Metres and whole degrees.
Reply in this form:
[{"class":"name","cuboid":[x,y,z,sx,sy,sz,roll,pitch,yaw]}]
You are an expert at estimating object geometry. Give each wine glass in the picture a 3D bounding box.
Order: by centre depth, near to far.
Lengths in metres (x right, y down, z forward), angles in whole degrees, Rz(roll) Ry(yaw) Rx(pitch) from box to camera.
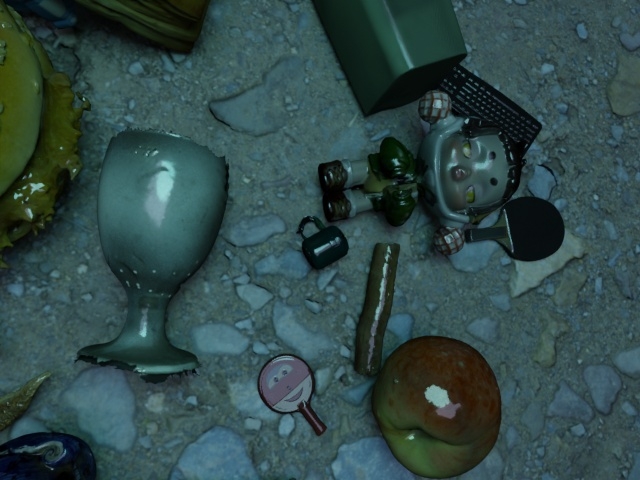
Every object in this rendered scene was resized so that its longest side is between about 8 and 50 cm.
[{"class":"wine glass","cuboid":[-0.243,0.013,0.639,0.190,0.190,0.357,7,82,-10]}]

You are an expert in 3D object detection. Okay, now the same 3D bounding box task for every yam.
[{"class":"yam","cuboid":[0.101,0.119,0.765,0.056,0.057,0.241,13,80,-9]}]

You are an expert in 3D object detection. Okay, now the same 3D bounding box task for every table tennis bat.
[{"class":"table tennis bat","cuboid":[-0.043,0.269,0.739,0.098,0.019,0.155,-37,89,-12]},{"class":"table tennis bat","cuboid":[0.389,-0.021,0.849,0.220,0.019,0.131,-6,84,-13]}]

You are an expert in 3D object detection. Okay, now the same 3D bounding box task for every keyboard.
[{"class":"keyboard","cuboid":[0.352,-0.241,0.852,0.381,0.041,0.103,38,79,-5]}]

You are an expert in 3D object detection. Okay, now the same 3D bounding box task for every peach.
[{"class":"peach","cuboid":[0.193,0.257,0.706,0.232,0.232,0.233,1,84,-11]}]

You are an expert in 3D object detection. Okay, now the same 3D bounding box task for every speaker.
[{"class":"speaker","cuboid":[-0.001,0.001,0.760,0.075,0.060,0.094,-28,55,-12]}]

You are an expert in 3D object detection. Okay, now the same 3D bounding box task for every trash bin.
[{"class":"trash bin","cuboid":[0.091,-0.418,0.735,0.158,0.223,0.344,-20,91,-12]}]

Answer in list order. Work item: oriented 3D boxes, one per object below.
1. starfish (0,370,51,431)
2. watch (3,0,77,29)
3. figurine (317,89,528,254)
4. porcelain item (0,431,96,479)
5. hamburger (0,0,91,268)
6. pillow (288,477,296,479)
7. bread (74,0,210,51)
[{"class":"starfish","cuboid":[-0.549,0.291,0.616,0.298,0.060,0.303,0,98,-17]},{"class":"watch","cuboid":[-0.476,-0.447,0.658,0.193,0.211,0.211,12,82,11]},{"class":"figurine","cuboid":[0.184,-0.112,0.752,0.369,0.167,0.282,-10,101,-4]},{"class":"porcelain item","cuboid":[-0.350,0.403,0.576,0.186,0.138,0.288,-13,88,14]},{"class":"hamburger","cuboid":[-0.469,-0.111,0.536,0.286,0.268,0.446,32,77,-10]},{"class":"pillow","cuboid":[-0.174,0.524,0.656,0.274,0.076,0.281,3,84,-11]},{"class":"bread","cuboid":[-0.267,-0.474,0.595,0.191,0.370,0.315,9,85,32]}]
